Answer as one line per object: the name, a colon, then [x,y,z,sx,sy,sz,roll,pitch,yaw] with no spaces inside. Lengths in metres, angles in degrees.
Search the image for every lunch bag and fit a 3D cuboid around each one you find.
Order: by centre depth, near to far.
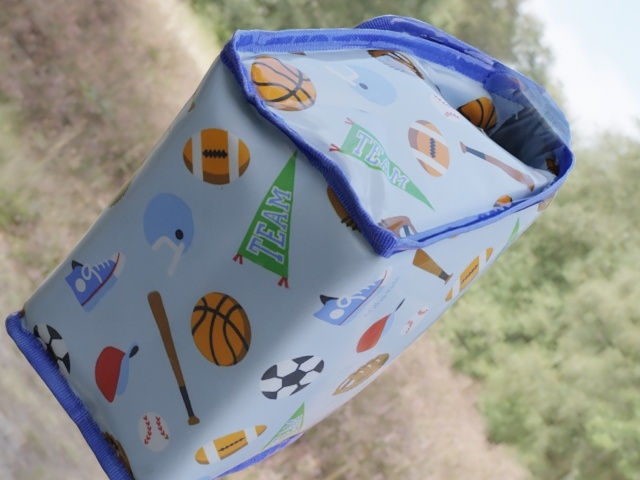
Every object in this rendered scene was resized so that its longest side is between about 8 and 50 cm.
lunch bag: [0.000,0.000,1.122,0.385,0.328,0.239,-14,63,-54]
